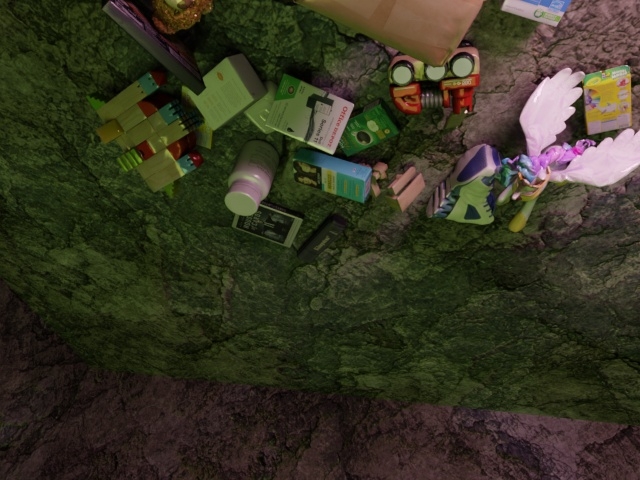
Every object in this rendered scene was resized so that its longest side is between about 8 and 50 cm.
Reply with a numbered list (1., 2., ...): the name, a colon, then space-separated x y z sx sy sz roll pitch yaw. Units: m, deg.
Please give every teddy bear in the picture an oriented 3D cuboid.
1. teddy bear: -0.363 -0.635 1.096 0.113 0.245 0.338 15 123 46

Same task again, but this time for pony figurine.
1. pony figurine: 0.593 -0.195 1.276 0.303 0.351 0.363 45 -178 18

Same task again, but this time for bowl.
1. bowl: -0.156 -0.379 1.459 0.141 0.053 0.142 -22 127 34

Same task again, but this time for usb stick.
1. usb stick: 0.000 0.000 1.862 0.077 0.045 0.278 28 137 -16

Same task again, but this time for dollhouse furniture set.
1. dollhouse furniture set: 0.221 -0.201 1.584 0.151 0.123 0.144 26 155 44

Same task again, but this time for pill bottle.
1. pill bottle: -0.215 -0.193 1.553 0.131 0.229 0.131 8 140 7

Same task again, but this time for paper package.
1. paper package: 0.116 -0.533 0.973 0.324 0.310 0.168 15 136 -23

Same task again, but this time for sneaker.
1. sneaker: 0.476 -0.148 1.516 0.182 0.128 0.315 18 147 -12

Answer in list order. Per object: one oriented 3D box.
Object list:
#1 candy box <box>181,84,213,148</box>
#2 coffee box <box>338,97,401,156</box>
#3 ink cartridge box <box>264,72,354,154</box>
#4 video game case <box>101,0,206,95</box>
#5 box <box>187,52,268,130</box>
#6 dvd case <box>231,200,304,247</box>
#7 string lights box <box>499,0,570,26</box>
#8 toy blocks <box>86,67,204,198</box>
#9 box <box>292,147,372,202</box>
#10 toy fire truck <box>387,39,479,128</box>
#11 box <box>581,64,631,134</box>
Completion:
1. candy box: -0.377 -0.378 1.539 0.105 0.027 0.206 19 139 -3
2. coffee box: 0.126 -0.326 1.453 0.184 0.041 0.113 -21 129 33
3. ink cartridge box: -0.028 -0.346 1.377 0.208 0.087 0.153 22 104 -5
4. video game case: -0.405 -0.499 1.212 0.035 0.248 0.274 -40 133 13
5. box: -0.256 -0.409 1.382 0.170 0.091 0.130 -26 104 32
6. dvd case: -0.197 -0.072 1.845 0.238 0.030 0.179 19 139 -8
7. string lights box: 0.486 -0.592 1.019 0.133 0.077 0.260 16 140 -1
8. toy blocks: -0.473 -0.330 1.495 0.260 0.191 0.382 -22 110 27
9. box: 0.035 -0.204 1.557 0.244 0.060 0.101 19 142 17
10. toy fire truck: 0.298 -0.372 1.294 0.216 0.159 0.247 -2 127 17
11. box: 0.719 -0.357 1.258 0.105 0.043 0.179 -8 137 25
